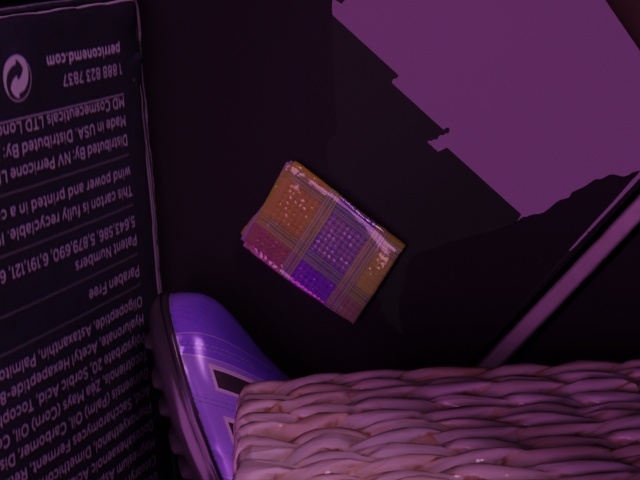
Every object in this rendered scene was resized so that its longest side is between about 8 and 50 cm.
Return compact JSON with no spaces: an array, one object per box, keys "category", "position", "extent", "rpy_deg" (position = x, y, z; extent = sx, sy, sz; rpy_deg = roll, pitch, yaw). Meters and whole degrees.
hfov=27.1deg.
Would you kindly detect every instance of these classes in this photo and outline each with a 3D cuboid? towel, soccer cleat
[{"category":"towel","position":[0.000,0.000,0.734],"extent":[0.083,0.009,0.060],"rpy_deg":[36,112,10]},{"category":"soccer cleat","position":[0.013,0.155,0.725],"extent":[0.116,0.108,0.318],"rpy_deg":[-29,89,5]}]

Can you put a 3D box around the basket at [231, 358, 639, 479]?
[{"category":"basket","position":[0.116,0.233,0.542],"extent":[0.331,0.266,0.328],"rpy_deg":[-3,102,-5]}]

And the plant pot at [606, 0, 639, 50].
[{"category":"plant pot","position":[0.230,-0.088,0.396],"extent":[0.323,0.323,0.280],"rpy_deg":[-21,73,25]}]

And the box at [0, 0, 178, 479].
[{"category":"box","position":[-0.351,0.113,0.751],"extent":[0.480,0.297,0.471],"rpy_deg":[1,104,22]}]
